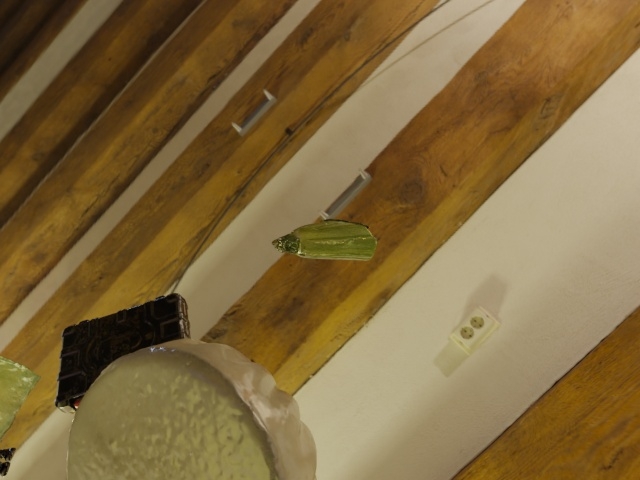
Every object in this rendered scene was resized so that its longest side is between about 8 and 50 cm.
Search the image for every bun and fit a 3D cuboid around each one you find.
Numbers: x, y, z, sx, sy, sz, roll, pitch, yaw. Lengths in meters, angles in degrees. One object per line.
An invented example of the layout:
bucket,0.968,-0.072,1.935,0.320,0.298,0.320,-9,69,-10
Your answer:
bun,-0.105,0.221,0.421,0.263,0.175,0.263,0,-89,24

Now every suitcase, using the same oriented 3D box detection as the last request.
suitcase,-0.438,0.247,0.925,0.285,0.066,0.206,-17,-128,-7

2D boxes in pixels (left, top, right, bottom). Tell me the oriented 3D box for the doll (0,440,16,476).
doll,-0.753,0.450,0.846,0.070,0.195,0.096,22,-90,62

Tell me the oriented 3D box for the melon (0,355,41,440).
melon,-0.513,0.290,0.411,0.226,0.331,0.343,42,-91,17

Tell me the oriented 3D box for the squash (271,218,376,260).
squash,0.001,-0.003,0.774,0.090,0.200,0.075,148,-58,-64
